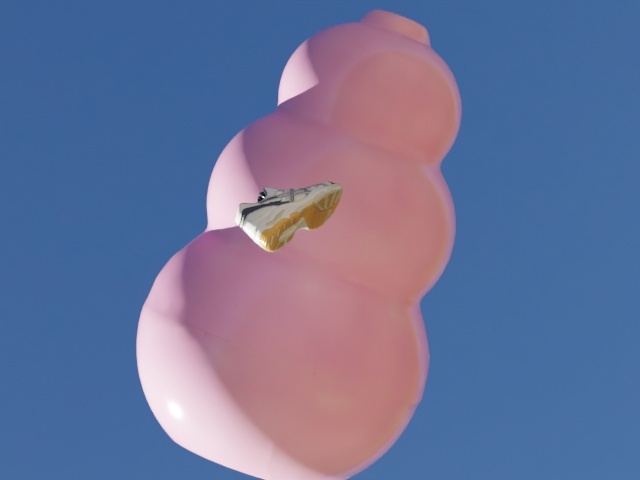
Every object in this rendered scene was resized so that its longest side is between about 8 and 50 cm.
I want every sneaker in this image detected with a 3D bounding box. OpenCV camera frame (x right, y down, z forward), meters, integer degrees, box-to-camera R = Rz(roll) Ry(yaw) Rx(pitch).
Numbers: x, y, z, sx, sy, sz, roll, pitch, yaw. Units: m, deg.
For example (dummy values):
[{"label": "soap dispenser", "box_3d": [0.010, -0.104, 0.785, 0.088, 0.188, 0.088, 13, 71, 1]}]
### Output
[{"label": "sneaker", "box_3d": [-0.019, -0.023, 1.215, 0.083, 0.037, 0.032, -26, -37, -49]}]

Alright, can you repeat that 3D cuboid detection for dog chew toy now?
[{"label": "dog chew toy", "box_3d": [0.000, 0.000, 1.375, 0.206, 0.206, 0.332, 18, -89, -46]}]
